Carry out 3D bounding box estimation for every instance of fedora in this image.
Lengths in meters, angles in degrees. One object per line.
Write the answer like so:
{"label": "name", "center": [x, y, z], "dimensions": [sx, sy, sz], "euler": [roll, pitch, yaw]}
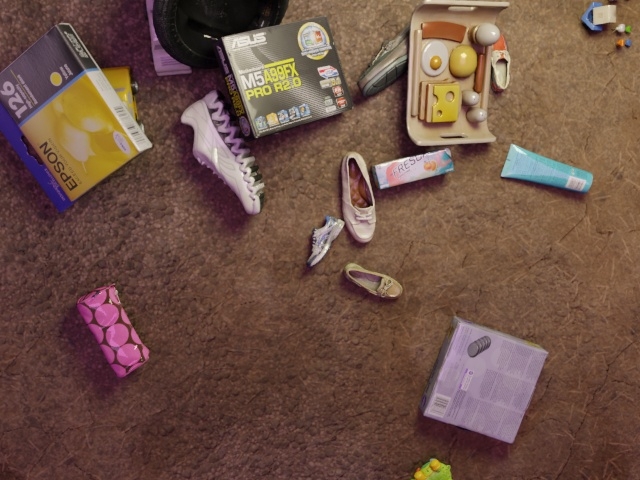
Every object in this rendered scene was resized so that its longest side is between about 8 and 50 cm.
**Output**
{"label": "fedora", "center": [-0.225, -0.517, 1.329], "dimensions": [0.334, 0.334, 0.153], "euler": [-36, 68, 1]}

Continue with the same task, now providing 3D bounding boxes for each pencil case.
{"label": "pencil case", "center": [-0.476, 0.207, 1.489], "dimensions": [0.098, 0.095, 0.209], "euler": [-29, 102, -16]}

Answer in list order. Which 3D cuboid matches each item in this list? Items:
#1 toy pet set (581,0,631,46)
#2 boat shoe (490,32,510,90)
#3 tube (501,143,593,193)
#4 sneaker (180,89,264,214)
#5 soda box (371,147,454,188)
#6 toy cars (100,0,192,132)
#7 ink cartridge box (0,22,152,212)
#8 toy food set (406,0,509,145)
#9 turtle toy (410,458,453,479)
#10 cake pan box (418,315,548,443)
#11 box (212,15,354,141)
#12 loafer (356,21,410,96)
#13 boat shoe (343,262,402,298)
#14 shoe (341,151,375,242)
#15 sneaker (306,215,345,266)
{"label": "toy pet set", "center": [0.672, -0.516, 1.507], "dimensions": [0.114, 0.065, 0.122], "euler": [-14, 104, -38]}
{"label": "boat shoe", "center": [0.419, -0.418, 1.496], "dimensions": [0.049, 0.043, 0.137], "euler": [-3, 97, -2]}
{"label": "tube", "center": [0.545, -0.165, 1.542], "dimensions": [0.207, 0.052, 0.080], "euler": [16, 92, -1]}
{"label": "sneaker", "center": [-0.216, -0.186, 1.453], "dimensions": [0.118, 0.110, 0.292], "euler": [-24, 91, 7]}
{"label": "soda box", "center": [0.214, -0.170, 1.503], "dimensions": [0.183, 0.063, 0.058], "euler": [-15, 99, -2]}
{"label": "toy cars", "center": [-0.394, -0.377, 1.413], "dimensions": [0.176, 0.087, 0.394], "euler": [34, 94, -9]}
{"label": "ink cartridge box", "center": [-0.563, -0.247, 1.375], "dimensions": [0.307, 0.072, 0.304], "euler": [-31, 99, 20]}
{"label": "toy food set", "center": [0.310, -0.367, 1.421], "dimensions": [0.219, 0.092, 0.306], "euler": [-7, 109, -22]}
{"label": "turtle toy", "center": [0.272, 0.604, 1.614], "dimensions": [0.130, 0.066, 0.095], "euler": [-36, 99, 1]}
{"label": "cake pan box", "center": [0.401, 0.351, 1.590], "dimensions": [0.245, 0.070, 0.267], "euler": [18, 96, -5]}
{"label": "box", "center": [-0.075, -0.355, 1.398], "dimensions": [0.270, 0.060, 0.216], "euler": [-22, 101, -30]}
{"label": "loafer", "center": [0.180, -0.434, 1.462], "dimensions": [0.267, 0.096, 0.084], "euler": [-39, 79, -5]}
{"label": "boat shoe", "center": [0.128, 0.100, 1.541], "dimensions": [0.153, 0.048, 0.056], "euler": [28, 95, -8]}
{"label": "shoe", "center": [0.086, -0.098, 1.505], "dimensions": [0.076, 0.058, 0.219], "euler": [-11, 99, -3]}
{"label": "sneaker", "center": [0.000, 0.000, 1.522], "dimensions": [0.058, 0.052, 0.135], "euler": [33, 87, 2]}
